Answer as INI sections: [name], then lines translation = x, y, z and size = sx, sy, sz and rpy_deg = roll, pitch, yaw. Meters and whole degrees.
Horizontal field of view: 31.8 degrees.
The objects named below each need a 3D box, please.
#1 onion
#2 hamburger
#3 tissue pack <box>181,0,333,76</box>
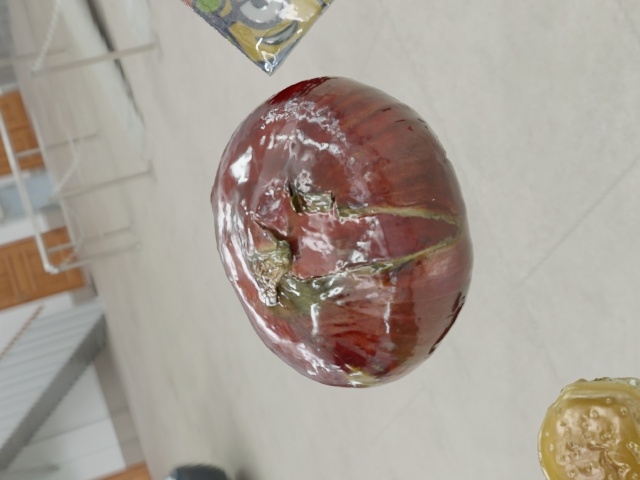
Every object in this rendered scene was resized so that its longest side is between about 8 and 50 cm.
[onion]
translation = 0.005, -0.002, 0.875
size = 0.248, 0.161, 0.248
rpy_deg = 169, 90, -66
[hamburger]
translation = 0.289, 0.211, 1.134
size = 0.138, 0.083, 0.147
rpy_deg = -4, 92, 30
[tissue pack]
translation = -0.065, -0.233, 0.991
size = 0.148, 0.109, 0.060
rpy_deg = 40, -155, -5
